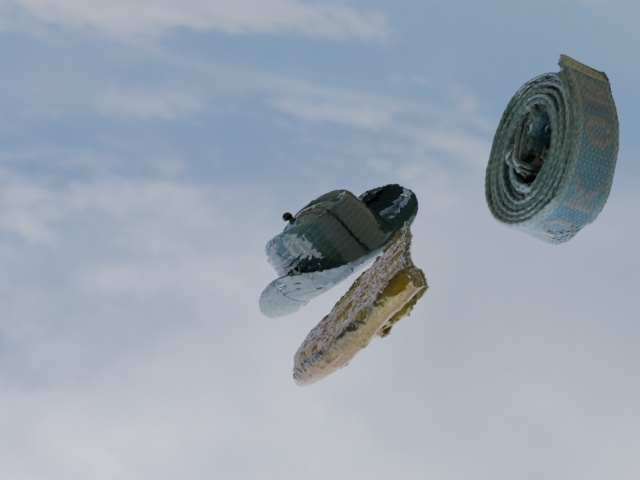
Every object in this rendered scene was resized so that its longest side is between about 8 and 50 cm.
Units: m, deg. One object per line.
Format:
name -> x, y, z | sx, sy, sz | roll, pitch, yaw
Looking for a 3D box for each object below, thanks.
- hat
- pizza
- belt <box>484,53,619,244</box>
hat -> 0.000, 0.000, 1.193 | 0.078, 0.191, 0.138 | 47, -132, -6
pizza -> 0.034, 0.026, 0.705 | 0.026, 0.123, 0.108 | 39, -131, -6
belt -> 0.229, -0.084, 1.371 | 0.082, 0.147, 0.163 | 22, -133, -29
